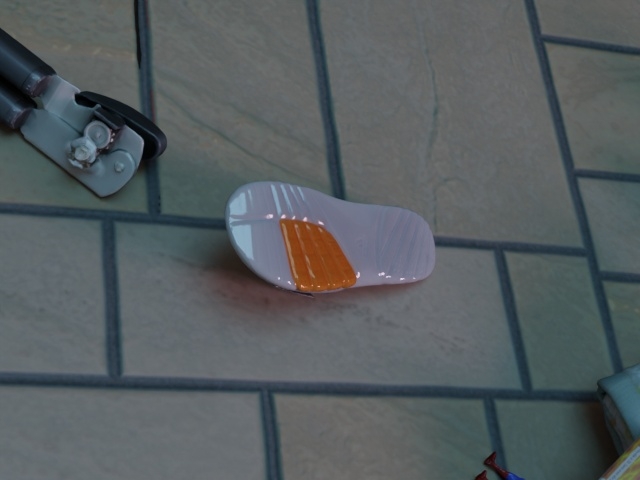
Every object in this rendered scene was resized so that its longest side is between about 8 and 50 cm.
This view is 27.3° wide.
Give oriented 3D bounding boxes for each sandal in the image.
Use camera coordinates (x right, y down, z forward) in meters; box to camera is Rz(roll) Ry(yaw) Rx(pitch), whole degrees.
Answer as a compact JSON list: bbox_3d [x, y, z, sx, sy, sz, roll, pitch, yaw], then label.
[{"bbox_3d":[0.002,0.010,1.265,0.265,0.076,0.102,8,71,-43],"label":"sandal"}]

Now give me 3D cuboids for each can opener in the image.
[{"bbox_3d":[-0.279,-0.144,1.246,0.280,0.074,0.093,36,19,-1],"label":"can opener"}]

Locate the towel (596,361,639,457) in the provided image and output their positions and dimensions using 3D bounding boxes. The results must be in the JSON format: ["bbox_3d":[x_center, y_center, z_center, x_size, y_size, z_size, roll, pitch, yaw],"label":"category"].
[{"bbox_3d":[0.475,0.249,1.238,0.321,0.090,0.374,-19,71,-5],"label":"towel"}]

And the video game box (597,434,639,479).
[{"bbox_3d":[0.303,0.288,1.164,0.187,0.048,0.205,43,83,15],"label":"video game box"}]

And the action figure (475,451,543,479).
[{"bbox_3d":[0.201,0.243,1.230,0.115,0.030,0.038,36,49,-1],"label":"action figure"}]
